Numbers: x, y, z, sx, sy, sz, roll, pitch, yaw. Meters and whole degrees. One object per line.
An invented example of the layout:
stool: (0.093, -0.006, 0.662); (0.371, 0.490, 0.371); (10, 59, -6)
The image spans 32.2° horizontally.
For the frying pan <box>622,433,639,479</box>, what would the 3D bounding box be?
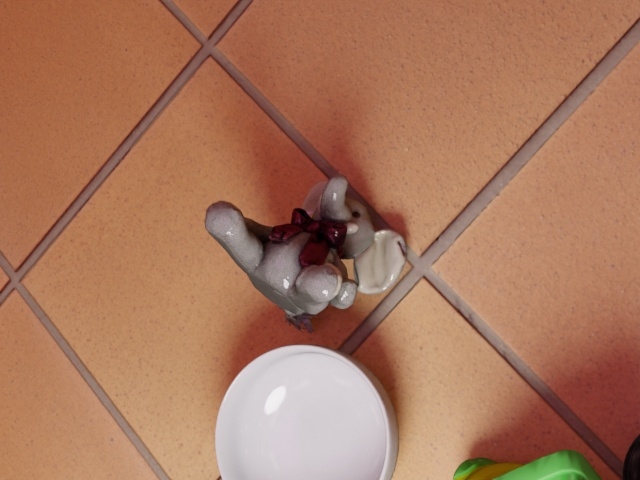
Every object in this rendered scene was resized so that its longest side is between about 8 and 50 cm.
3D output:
frying pan: (0.550, 0.306, 1.705); (0.197, 0.053, 0.326); (-15, 82, 36)

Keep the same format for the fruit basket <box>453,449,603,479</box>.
fruit basket: (0.344, 0.457, 1.723); (0.283, 0.392, 0.392); (-29, 71, 19)

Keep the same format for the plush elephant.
plush elephant: (0.000, 0.000, 1.977); (0.272, 0.330, 0.255); (30, 72, 25)

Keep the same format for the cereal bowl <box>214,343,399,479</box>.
cereal bowl: (-0.009, 0.353, 1.975); (0.339, 0.141, 0.338); (-4, 80, 26)
